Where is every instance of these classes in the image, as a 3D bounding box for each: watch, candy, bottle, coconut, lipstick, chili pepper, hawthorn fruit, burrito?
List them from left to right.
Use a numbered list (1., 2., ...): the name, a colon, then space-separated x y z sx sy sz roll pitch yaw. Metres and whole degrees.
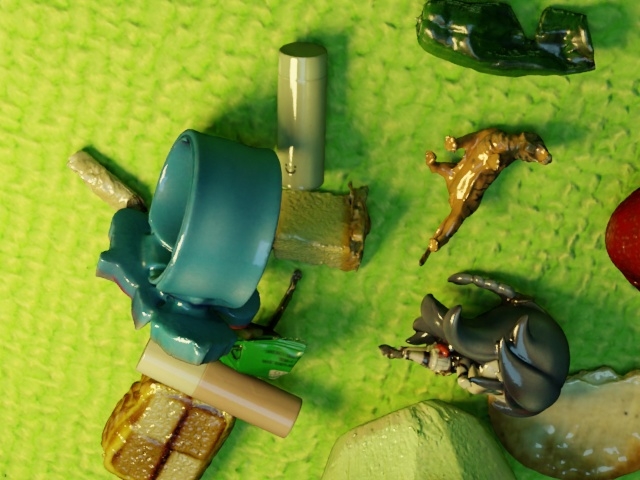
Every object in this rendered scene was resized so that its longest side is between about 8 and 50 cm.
1. burrito: -0.315 -0.078 1.946 0.149 0.055 0.041 42 79 -14
2. watch: -0.164 0.005 1.819 0.241 0.305 0.274 13 127 -22
3. lipstick: -0.156 0.223 2.015 0.254 0.070 0.070 26 116 -8
4. candy: -0.105 0.168 1.985 0.141 0.203 0.078 24 80 -2
5. bottle: -0.027 -0.176 1.858 0.072 0.072 0.201 3 117 3
6. coconut: 0.159 0.419 2.009 0.328 0.281 0.328 2 75 -7
7. chili pepper: 0.253 -0.273 1.784 0.253 0.083 0.099 6 108 -2
8. hawthorn fruit: 0.545 -0.016 1.822 0.230 0.210 0.266 39 102 -11

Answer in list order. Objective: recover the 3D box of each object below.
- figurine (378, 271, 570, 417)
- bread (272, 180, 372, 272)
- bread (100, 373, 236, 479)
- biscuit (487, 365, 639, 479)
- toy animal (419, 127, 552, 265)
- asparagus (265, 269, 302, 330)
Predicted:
1. figurine: 0.244 0.160 1.954 0.265 0.175 0.197 31 111 -19
2. bread: 0.000 0.000 1.934 0.147 0.127 0.152 5 134 2
3. bread: -0.243 0.300 2.105 0.181 0.096 0.222 27 115 -12
4. biscuit: 0.425 0.293 2.073 0.309 0.040 0.204 -6 116 8
5. toy animal: 0.208 -0.070 1.891 0.116 0.114 0.255 2 134 -45
6. asparagus: -0.058 0.097 2.029 0.018 0.015 0.127 24 116 -9
